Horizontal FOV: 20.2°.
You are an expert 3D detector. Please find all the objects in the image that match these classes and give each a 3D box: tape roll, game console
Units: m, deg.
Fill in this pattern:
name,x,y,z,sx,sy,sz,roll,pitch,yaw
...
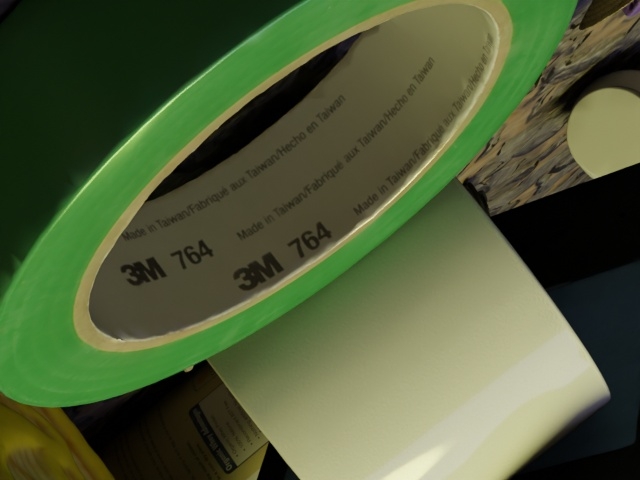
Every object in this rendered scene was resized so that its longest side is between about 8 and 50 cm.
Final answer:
name,x,y,z,sx,sy,sz,roll,pitch,yaw
tape roll,-0.030,-0.054,0.808,0.321,0.077,0.321,-33,162,-13
game console,0.101,0.114,1.195,0.342,0.060,0.386,-25,-149,34
tape roll,0.032,0.049,1.066,0.169,0.246,0.246,-38,169,0

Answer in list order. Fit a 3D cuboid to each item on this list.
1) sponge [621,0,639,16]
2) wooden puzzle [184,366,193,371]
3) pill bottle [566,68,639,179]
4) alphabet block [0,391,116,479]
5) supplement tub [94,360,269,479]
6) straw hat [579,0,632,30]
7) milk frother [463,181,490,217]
name,x,y,z,sx,sy,sz,roll,pitch,yaw
sponge,0.293,-0.246,1.265,0.117,0.031,0.210,-30,165,-38
wooden puzzle,0.000,0.000,1.284,0.238,0.044,0.221,-35,168,-16
pill bottle,0.286,-0.101,1.623,0.108,0.108,0.193,-43,169,22
alphabet block,-0.216,0.186,0.962,0.197,0.193,0.192,-40,171,8
supplement tub,-0.079,0.232,1.484,0.316,0.228,0.228,-39,169,5
straw hat,0.187,-0.192,1.067,0.144,0.061,0.144,-40,-174,5
milk frother,0.100,0.028,1.631,0.135,0.129,0.143,-35,126,-18
